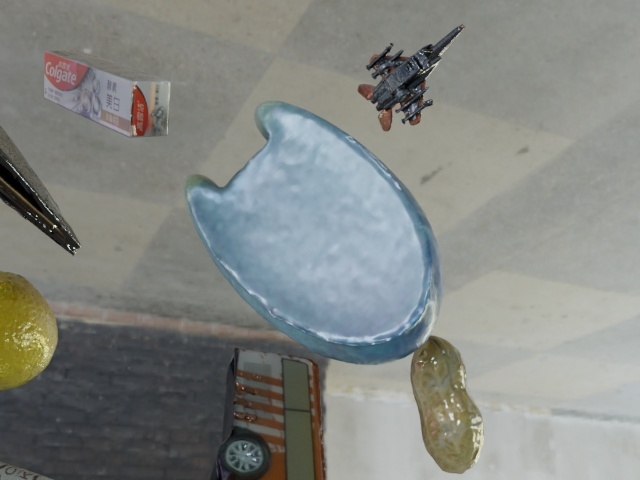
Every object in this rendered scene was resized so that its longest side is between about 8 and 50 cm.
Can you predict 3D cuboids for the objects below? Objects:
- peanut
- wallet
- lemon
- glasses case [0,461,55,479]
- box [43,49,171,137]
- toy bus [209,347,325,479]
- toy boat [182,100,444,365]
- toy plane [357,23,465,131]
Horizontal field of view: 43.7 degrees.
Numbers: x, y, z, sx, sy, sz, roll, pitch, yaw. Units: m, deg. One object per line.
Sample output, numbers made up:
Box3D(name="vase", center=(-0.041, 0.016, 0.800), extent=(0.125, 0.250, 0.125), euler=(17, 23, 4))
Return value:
Box3D(name="peanut", center=(0.153, 0.196, 0.958), extent=(0.080, 0.175, 0.080), euler=(-15, -176, 1))
Box3D(name="wallet", center=(-0.494, -0.107, 1.277), extent=(0.221, 0.071, 0.262), euler=(35, 163, 51))
Box3D(name="lemon", center=(-0.548, 0.154, 1.348), extent=(0.192, 0.192, 0.231), euler=(-6, 123, 13))
Box3D(name="glasses case", center=(-0.400, 0.323, 0.968), extent=(0.354, 0.085, 0.137), euler=(7, 139, 21))
Box3D(name="box", center=(-0.218, -0.150, 0.794), extent=(0.039, 0.055, 0.218), euler=(-8, -157, -38))
Box3D(name="toy bus", center=(-0.041, 0.256, 0.574), extent=(0.092, 0.409, 0.093), euler=(7, 131, -10))
Box3D(name="toy boat", center=(0.000, 0.000, 0.900), extent=(0.330, 0.215, 0.123), euler=(41, 174, 18))
Box3D(name="toy plane", center=(0.136, -0.249, 1.164), extent=(0.061, 0.130, 0.189), euler=(-14, 158, -47))
